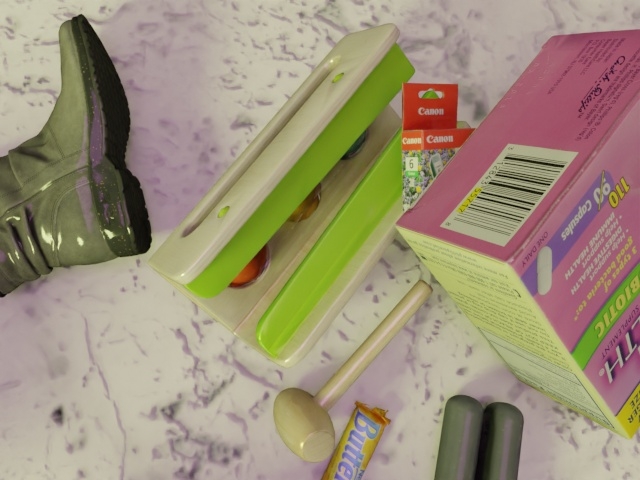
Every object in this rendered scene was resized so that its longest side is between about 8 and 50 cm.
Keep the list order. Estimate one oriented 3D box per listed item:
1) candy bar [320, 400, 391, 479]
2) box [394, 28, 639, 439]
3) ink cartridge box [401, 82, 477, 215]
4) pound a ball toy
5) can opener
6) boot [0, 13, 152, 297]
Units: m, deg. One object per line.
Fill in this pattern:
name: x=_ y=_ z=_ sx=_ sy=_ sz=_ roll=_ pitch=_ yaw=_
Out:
candy bar: x=0.016 y=0.222 z=0.541 sx=0.040 sy=0.018 sz=0.161 roll=27 pitch=80 yaw=1
box: x=0.219 y=-0.002 z=0.486 sx=0.213 sy=0.117 sz=0.243 roll=-49 pitch=123 yaw=-11
ink cartridge box: x=0.099 y=-0.071 z=0.489 sx=0.063 sy=0.029 sz=0.115 roll=-8 pitch=101 yaw=-29
pound a ball toy: x=0.000 y=0.000 z=0.539 sx=0.208 sy=0.136 sz=0.319 roll=44 pitch=75 yaw=-27
can opener: x=0.128 y=0.278 z=0.499 sx=0.076 sy=0.095 sz=0.283 roll=11 pitch=80 yaw=-3
boot: x=-0.259 y=-0.081 z=0.546 sx=0.161 sy=0.083 sz=0.246 roll=-13 pitch=80 yaw=0
